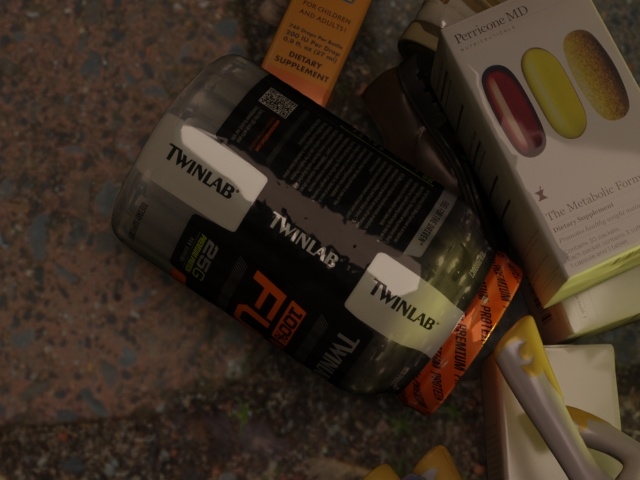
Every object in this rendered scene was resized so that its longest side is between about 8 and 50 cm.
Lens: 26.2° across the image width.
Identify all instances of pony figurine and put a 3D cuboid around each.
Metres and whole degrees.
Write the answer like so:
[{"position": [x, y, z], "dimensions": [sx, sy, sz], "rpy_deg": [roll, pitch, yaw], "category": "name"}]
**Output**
[{"position": [0.204, 0.288, 1.102], "dimensions": [0.351, 0.303, 0.363], "rpy_deg": [-43, 64, -16], "category": "pony figurine"}]

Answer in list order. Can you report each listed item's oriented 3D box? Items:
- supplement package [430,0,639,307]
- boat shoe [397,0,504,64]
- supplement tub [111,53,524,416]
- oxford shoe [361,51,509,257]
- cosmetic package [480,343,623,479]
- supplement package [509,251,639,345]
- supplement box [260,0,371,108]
[{"position": [0.211, -0.086, 1.215], "dimensions": [0.139, 0.134, 0.244], "rpy_deg": [-25, 78, -6], "category": "supplement package"}, {"position": [0.230, -0.157, 1.356], "dimensions": [0.302, 0.113, 0.103], "rpy_deg": [33, 77, 1], "category": "boat shoe"}, {"position": [0.000, 0.000, 1.245], "dimensions": [0.338, 0.207, 0.207], "rpy_deg": [33, 75, 3], "category": "supplement tub"}, {"position": [0.113, -0.064, 1.348], "dimensions": [0.096, 0.083, 0.227], "rpy_deg": [-27, 91, 24], "category": "oxford shoe"}, {"position": [0.218, 0.217, 1.280], "dimensions": [0.117, 0.085, 0.231], "rpy_deg": [0, 75, -5], "category": "cosmetic package"}, {"position": [0.291, 0.026, 1.322], "dimensions": [0.179, 0.105, 0.105], "rpy_deg": [-18, 78, -10], "category": "supplement package"}, {"position": [0.006, -0.229, 1.368], "dimensions": [0.078, 0.080, 0.233], "rpy_deg": [23, 73, -2], "category": "supplement box"}]
